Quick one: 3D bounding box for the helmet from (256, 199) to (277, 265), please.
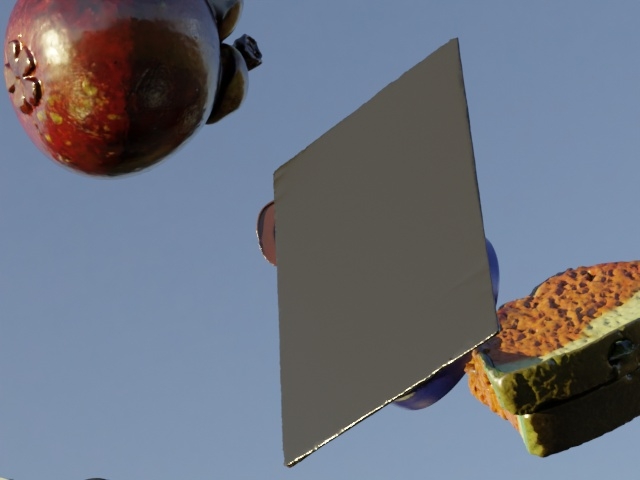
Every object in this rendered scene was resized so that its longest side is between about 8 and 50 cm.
[{"bbox_3d":[0.000,0.000,1.765,0.111,0.089,0.057,-3,-22,3],"label":"helmet"}]

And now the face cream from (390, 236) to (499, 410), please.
[{"bbox_3d":[0.084,0.065,2.031,0.111,0.206,0.206,26,-44,-24],"label":"face cream"}]

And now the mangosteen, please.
[{"bbox_3d":[-0.164,-0.170,1.796,0.258,0.215,0.215,-16,-22,-33],"label":"mangosteen"}]

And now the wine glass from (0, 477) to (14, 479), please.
[{"bbox_3d":[-0.329,0.246,1.770,0.122,0.122,0.183,-19,-16,10],"label":"wine glass"}]

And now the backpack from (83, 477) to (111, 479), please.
[{"bbox_3d":[-0.199,0.344,1.983,0.206,0.258,0.133,-44,-25,-37],"label":"backpack"}]

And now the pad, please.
[{"bbox_3d":[0.040,0.003,1.424,0.202,0.299,0.005,-35,-52,28],"label":"pad"}]

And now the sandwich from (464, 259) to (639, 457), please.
[{"bbox_3d":[0.247,0.110,1.909,0.212,0.109,0.292,-1,23,35],"label":"sandwich"}]
